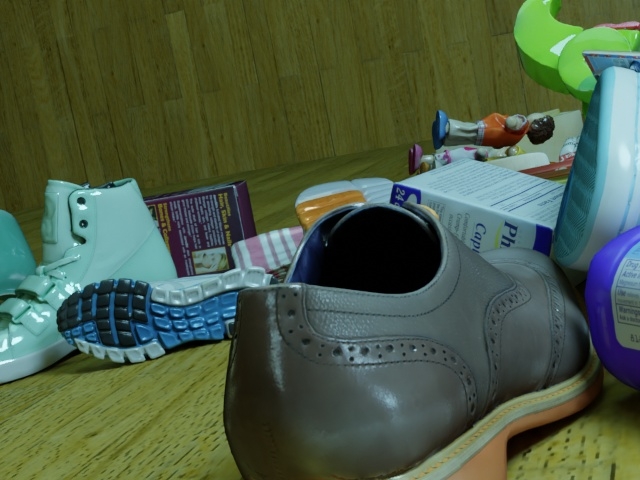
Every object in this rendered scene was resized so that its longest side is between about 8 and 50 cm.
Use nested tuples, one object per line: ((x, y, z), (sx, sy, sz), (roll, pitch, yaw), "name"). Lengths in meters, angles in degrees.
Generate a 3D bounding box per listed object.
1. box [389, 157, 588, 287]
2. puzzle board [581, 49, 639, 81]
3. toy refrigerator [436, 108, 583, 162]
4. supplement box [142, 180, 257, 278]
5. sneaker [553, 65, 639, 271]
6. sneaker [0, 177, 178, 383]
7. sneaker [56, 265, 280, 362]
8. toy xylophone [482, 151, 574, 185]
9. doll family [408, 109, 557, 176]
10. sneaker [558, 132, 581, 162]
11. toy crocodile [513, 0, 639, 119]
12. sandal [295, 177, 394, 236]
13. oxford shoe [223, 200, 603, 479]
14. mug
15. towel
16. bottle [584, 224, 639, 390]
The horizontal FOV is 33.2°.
((0.141, -0.008, 0.856), (0.137, 0.072, 0.126), (18, 23, 30), "box")
((0.275, -0.109, 0.869), (0.096, 0.011, 0.128), (11, -24, 41), "puzzle board")
((0.298, -0.139, 1.652), (0.102, 0.094, 0.269), (-4, 10, 43), "toy refrigerator")
((-0.176, -0.006, 1.308), (0.188, 0.104, 0.081), (-9, 8, 8), "supplement box")
((0.272, -0.037, 0.713), (0.208, 0.127, 0.319), (17, 22, 12), "sneaker")
((-0.256, 0.029, 0.963), (0.256, 0.151, 0.094), (-27, 17, -35), "sneaker")
((-0.131, 0.064, 0.930), (0.191, 0.071, 0.083), (-4, -1, -15), "sneaker")
((0.265, -0.043, 1.047), (0.236, 0.081, 0.323), (-14, 9, -22), "toy xylophone")
((0.205, -0.077, 1.296), (0.163, 0.118, 0.263), (0, -6, -5), "doll family")
((0.360, -0.082, 1.223), (0.145, 0.090, 0.270), (-28, 18, 10), "sneaker")
((0.322, -0.141, 0.937), (0.341, 0.105, 0.115), (18, -10, 34), "toy crocodile")
((0.038, 0.023, 0.958), (0.102, 0.076, 0.265), (-7, 29, -5), "sandal")
((0.066, 0.036, 0.560), (0.130, 0.132, 0.364), (-8, 8, 23), "oxford shoe")
((-0.387, 0.049, 1.207), (0.129, 0.097, 0.157), (-15, -27, -35), "mug")
((0.000, 0.000, 1.169), (0.197, 0.029, 0.144), (-16, 18, -6), "towel")
((0.241, 0.037, 0.460), (0.118, 0.092, 0.283), (-13, 8, -23), "bottle")
